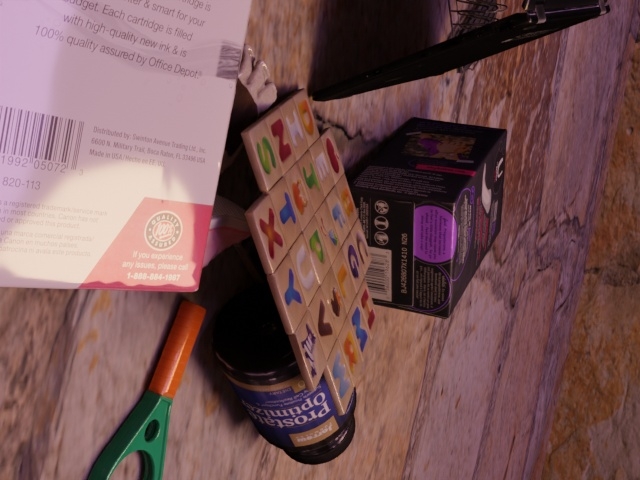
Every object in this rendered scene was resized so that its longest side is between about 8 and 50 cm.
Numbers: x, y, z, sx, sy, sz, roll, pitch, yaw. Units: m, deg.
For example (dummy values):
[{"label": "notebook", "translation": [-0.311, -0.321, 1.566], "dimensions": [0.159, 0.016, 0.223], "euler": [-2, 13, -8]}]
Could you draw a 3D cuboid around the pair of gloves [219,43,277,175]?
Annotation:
[{"label": "pair of gloves", "translation": [-0.120, -0.136, 0.792], "dimensions": [0.204, 0.042, 0.240], "euler": [-62, 149, -28]}]

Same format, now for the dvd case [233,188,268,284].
[{"label": "dvd case", "translation": [-0.026, 0.000, 1.066], "dimensions": [0.164, 0.018, 0.221], "euler": [-64, 150, -28]}]

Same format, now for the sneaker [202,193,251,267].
[{"label": "sneaker", "translation": [-0.106, -0.002, 0.824], "dimensions": [0.070, 0.051, 0.134], "euler": [-58, 164, 13]}]

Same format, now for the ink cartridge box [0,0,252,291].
[{"label": "ink cartridge box", "translation": [-0.160, -0.116, 0.594], "dimensions": [0.207, 0.117, 0.282], "euler": [6, 96, -51]}]

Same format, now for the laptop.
[{"label": "laptop", "translation": [0.211, -0.350, 1.082], "dimensions": [0.382, 0.408, 0.236], "euler": [-26, 99, -58]}]

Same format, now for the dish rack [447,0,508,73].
[{"label": "dish rack", "translation": [0.243, -0.388, 1.369], "dimensions": [0.208, 0.074, 0.271], "euler": [-56, 147, -35]}]

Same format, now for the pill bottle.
[{"label": "pill bottle", "translation": [-0.029, 0.152, 1.009], "dimensions": [0.122, 0.123, 0.219], "euler": [-61, 149, -31]}]

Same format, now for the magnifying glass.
[{"label": "magnifying glass", "translation": [-0.160, 0.167, 0.871], "dimensions": [0.092, 0.026, 0.230], "euler": [45, 63, -60]}]

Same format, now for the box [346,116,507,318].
[{"label": "box", "translation": [0.143, -0.039, 1.226], "dimensions": [0.270, 0.143, 0.165], "euler": [-46, 140, -55]}]

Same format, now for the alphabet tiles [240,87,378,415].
[{"label": "alphabet tiles", "translation": [0.000, 0.000, 0.946], "dimensions": [0.342, 0.011, 0.285], "euler": [-58, 132, -68]}]
